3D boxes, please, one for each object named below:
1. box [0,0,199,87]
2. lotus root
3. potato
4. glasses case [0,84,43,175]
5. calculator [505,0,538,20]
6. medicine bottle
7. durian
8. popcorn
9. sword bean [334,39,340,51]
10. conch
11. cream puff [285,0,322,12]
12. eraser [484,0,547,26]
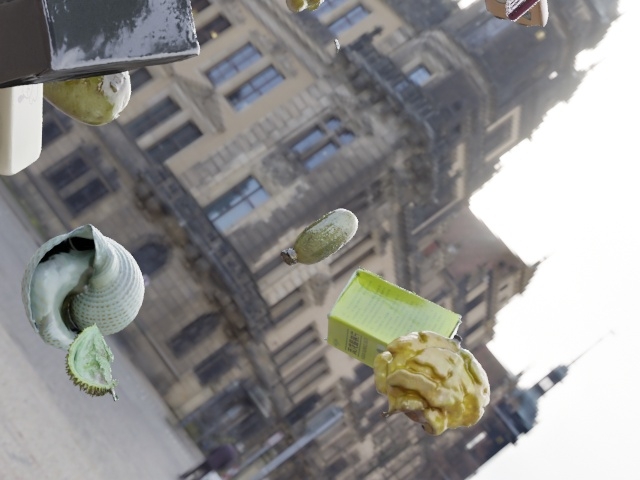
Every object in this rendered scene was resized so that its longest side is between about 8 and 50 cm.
[{"bbox_3d":[-0.396,-0.392,1.618,0.205,0.345,0.251,-4,-80,34],"label":"box"},{"bbox_3d":[0.001,0.001,2.163,0.077,0.183,0.090,53,-10,13],"label":"lotus root"},{"bbox_3d":[-0.520,-0.378,2.109,0.307,0.173,0.210,52,31,8],"label":"potato"},{"bbox_3d":[-0.551,-0.280,1.784,0.131,0.070,0.312,-63,163,-66],"label":"glasses case"},{"bbox_3d":[0.406,-0.475,1.796,0.034,0.190,0.126,37,30,-13],"label":"calculator"},{"bbox_3d":[0.146,0.186,2.064,0.250,0.141,0.137,26,-27,14],"label":"medicine bottle"},{"bbox_3d":[-0.501,0.279,2.191,0.215,0.100,0.086,65,5,34],"label":"durian"},{"bbox_3d":[0.152,0.197,1.399,0.167,0.152,0.148,31,-3,21],"label":"popcorn"},{"bbox_3d":[0.041,-0.481,2.470,0.012,0.012,0.083,60,11,-27],"label":"sword bean"},{"bbox_3d":[-0.585,0.095,2.406,0.215,0.303,0.319,27,-46,48],"label":"conch"},{"bbox_3d":[-0.038,-0.477,1.551,0.221,0.195,0.194,-83,154,-46],"label":"cream puff"},{"bbox_3d":[0.460,-0.658,2.411,0.171,0.087,0.290,24,-26,33],"label":"eraser"}]
